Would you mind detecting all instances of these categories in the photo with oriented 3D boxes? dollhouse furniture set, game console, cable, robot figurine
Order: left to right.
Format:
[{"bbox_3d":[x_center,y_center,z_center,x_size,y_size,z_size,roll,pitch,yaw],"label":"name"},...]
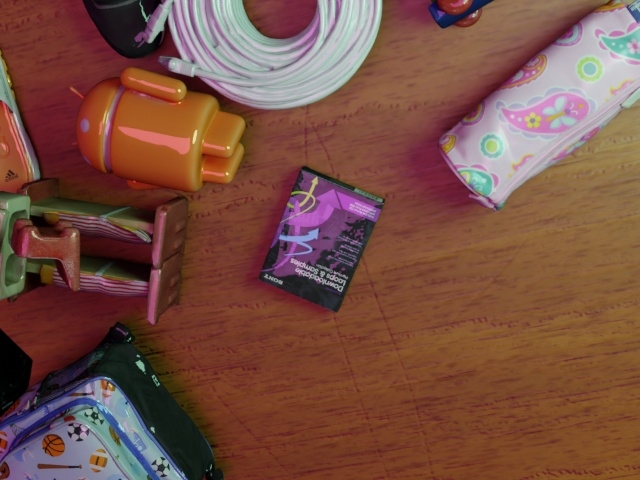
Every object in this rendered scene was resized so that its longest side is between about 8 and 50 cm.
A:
[{"bbox_3d":[-0.431,0.069,1.242,0.044,0.361,0.213,-40,108,0],"label":"game console"},{"bbox_3d":[-0.306,0.030,1.202,0.201,0.374,0.152,9,101,8],"label":"dollhouse furniture set"},{"bbox_3d":[-0.206,-0.130,1.272,0.219,0.158,0.128,13,83,5],"label":"robot figurine"},{"bbox_3d":[-0.054,-0.286,1.229,0.257,0.089,0.257,27,106,0],"label":"cable"}]

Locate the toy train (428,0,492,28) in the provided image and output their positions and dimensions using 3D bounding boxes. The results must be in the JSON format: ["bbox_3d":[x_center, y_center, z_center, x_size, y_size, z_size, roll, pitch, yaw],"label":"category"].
[{"bbox_3d":[0.215,-0.361,1.169,0.248,0.105,0.143,-29,85,14],"label":"toy train"}]

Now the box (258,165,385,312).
[{"bbox_3d":[0.000,0.000,1.323,0.116,0.029,0.162,22,108,3],"label":"box"}]

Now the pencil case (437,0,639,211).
[{"bbox_3d":[0.275,-0.156,1.193,0.284,0.124,0.124,-38,96,16],"label":"pencil case"}]

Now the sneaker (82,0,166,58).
[{"bbox_3d":[-0.272,-0.353,1.226,0.107,0.124,0.283,-12,102,12],"label":"sneaker"}]

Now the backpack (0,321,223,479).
[{"bbox_3d":[-0.312,0.293,1.363,0.263,0.213,0.276,-26,102,25],"label":"backpack"}]

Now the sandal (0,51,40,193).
[{"bbox_3d":[-0.444,-0.169,1.324,0.102,0.076,0.265,-22,100,13],"label":"sandal"}]
